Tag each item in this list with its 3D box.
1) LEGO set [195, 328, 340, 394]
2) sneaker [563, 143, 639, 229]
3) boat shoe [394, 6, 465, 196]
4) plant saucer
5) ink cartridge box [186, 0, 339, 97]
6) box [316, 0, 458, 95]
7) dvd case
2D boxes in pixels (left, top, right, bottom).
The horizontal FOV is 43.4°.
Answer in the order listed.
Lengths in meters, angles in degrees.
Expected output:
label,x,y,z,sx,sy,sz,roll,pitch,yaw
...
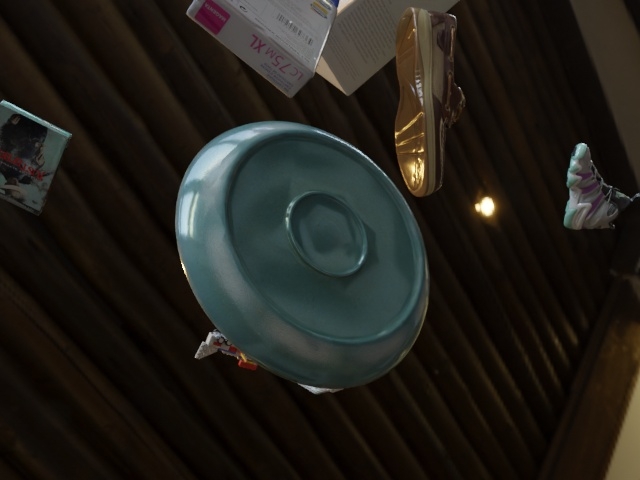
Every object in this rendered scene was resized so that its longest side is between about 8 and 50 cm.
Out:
label,x,y,z,sx,sy,sz,roll,pitch,yaw
LEGO set,-0.077,0.193,1.288,0.060,0.244,0.182,-66,-22,7
sneaker,0.277,-0.051,0.785,0.098,0.069,0.038,78,-153,-42
boat shoe,0.211,-0.250,1.463,0.123,0.123,0.342,-1,-95,-20
plant saucer,0.000,0.000,0.865,0.318,0.044,0.317,16,-122,-27
ink cartridge box,-0.072,-0.350,1.201,0.186,0.065,0.311,37,-145,-16
box,0.099,-0.498,1.641,0.345,0.215,0.168,-41,-47,-2
dvd case,-0.355,-0.096,0.955,0.087,0.119,0.013,27,-151,-10
